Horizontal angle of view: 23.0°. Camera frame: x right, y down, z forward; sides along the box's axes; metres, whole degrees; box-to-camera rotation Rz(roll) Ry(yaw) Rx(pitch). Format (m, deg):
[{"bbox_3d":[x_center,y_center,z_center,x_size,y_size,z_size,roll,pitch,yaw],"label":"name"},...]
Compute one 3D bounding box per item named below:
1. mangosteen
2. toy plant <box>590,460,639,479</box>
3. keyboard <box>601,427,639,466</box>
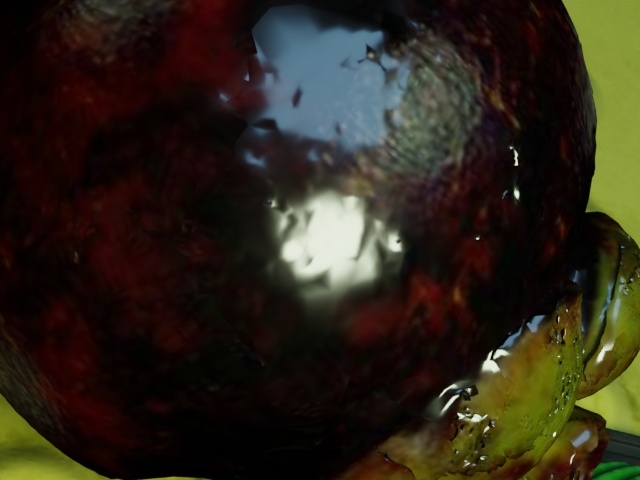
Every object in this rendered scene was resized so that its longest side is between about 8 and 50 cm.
[{"bbox_3d":[-0.001,-0.024,0.890,0.421,0.381,0.381,21,45,-28],"label":"mangosteen"},{"bbox_3d":[0.118,0.208,0.955,0.240,0.088,0.155,-9,52,-16],"label":"toy plant"},{"bbox_3d":[0.209,0.172,1.077,0.262,0.016,0.106,15,49,-16],"label":"keyboard"}]
